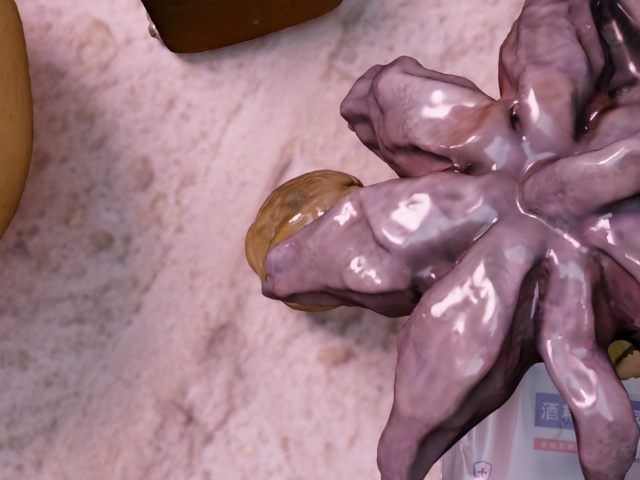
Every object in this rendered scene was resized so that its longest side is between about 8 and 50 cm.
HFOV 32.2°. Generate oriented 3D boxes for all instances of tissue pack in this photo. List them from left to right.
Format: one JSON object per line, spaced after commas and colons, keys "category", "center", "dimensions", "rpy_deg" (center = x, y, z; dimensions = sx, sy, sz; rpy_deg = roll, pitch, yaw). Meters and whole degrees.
{"category": "tissue pack", "center": [0.169, 0.116, 0.673], "dimensions": [0.192, 0.026, 0.123], "rpy_deg": [4, 85, 1]}

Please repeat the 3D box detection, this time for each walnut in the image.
{"category": "walnut", "center": [0.000, 0.000, 0.663], "dimensions": [0.092, 0.092, 0.092], "rpy_deg": [0, 86, 2]}

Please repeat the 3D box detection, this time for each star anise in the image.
{"category": "star anise", "center": [0.094, -0.025, 0.556], "dimensions": [0.359, 0.139, 0.316], "rpy_deg": [30, 74, 22]}

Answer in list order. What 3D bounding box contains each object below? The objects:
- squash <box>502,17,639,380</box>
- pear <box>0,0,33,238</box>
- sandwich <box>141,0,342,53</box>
{"category": "squash", "center": [0.162, -0.037, 0.652], "dimensions": [0.094, 0.094, 0.224], "rpy_deg": [-25, 71, 0]}
{"category": "pear", "center": [-0.300, -0.081, 0.581], "dimensions": [0.309, 0.309, 0.310], "rpy_deg": [0, 86, 2]}
{"category": "sandwich", "center": [-0.071, -0.212, 0.606], "dimensions": [0.128, 0.236, 0.122], "rpy_deg": [-17, 74, 2]}
